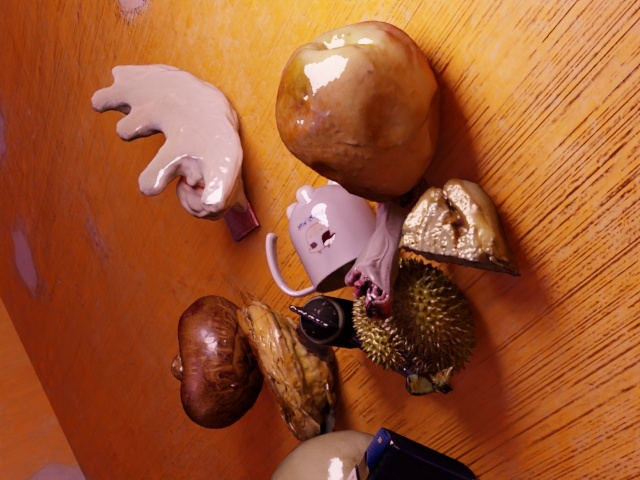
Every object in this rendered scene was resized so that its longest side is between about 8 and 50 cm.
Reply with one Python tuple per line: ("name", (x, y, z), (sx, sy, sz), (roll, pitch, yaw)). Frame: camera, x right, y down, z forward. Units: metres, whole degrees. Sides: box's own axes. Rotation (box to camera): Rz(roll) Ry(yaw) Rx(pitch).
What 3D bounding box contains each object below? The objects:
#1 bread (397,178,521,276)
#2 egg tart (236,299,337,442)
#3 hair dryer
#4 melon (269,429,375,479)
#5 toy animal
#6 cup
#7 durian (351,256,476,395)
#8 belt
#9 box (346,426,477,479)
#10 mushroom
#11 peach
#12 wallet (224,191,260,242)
("bread", (0.188, -0.019, 1.422), (0.156, 0.110, 0.103), (13, 169, 22))
("egg tart", (-0.043, 0.229, 1.962), (0.297, 0.132, 0.297), (58, 164, 28))
("hair dryer", (0.086, 0.162, 1.678), (0.248, 0.195, 0.078), (28, 94, 21))
("melon", (0.027, 0.449, 1.838), (0.308, 0.271, 0.272), (-53, 57, 21))
("toy animal", (-0.251, -0.171, 1.973), (0.307, 0.188, 0.266), (9, 77, 20))
("cup", (0.011, -0.004, 1.683), (0.173, 0.134, 0.142), (-46, 67, 45))
("durian", (0.136, 0.106, 1.551), (0.198, 0.146, 0.159), (31, 120, 37))
("belt", (0.089, 0.001, 1.500), (0.071, 0.232, 0.053), (22, 144, -3))
("box", (0.099, 0.421, 1.667), (0.259, 0.168, 0.071), (-59, 22, 10))
("mushroom", (-0.192, 0.231, 2.114), (0.153, 0.253, 0.253), (-5, 109, 17))
("peach", (0.054, -0.158, 1.449), (0.214, 0.214, 0.236), (7, 121, 58))
("wallet", (-0.174, -0.100, 2.063), (0.197, 0.020, 0.103), (66, 151, 7))
